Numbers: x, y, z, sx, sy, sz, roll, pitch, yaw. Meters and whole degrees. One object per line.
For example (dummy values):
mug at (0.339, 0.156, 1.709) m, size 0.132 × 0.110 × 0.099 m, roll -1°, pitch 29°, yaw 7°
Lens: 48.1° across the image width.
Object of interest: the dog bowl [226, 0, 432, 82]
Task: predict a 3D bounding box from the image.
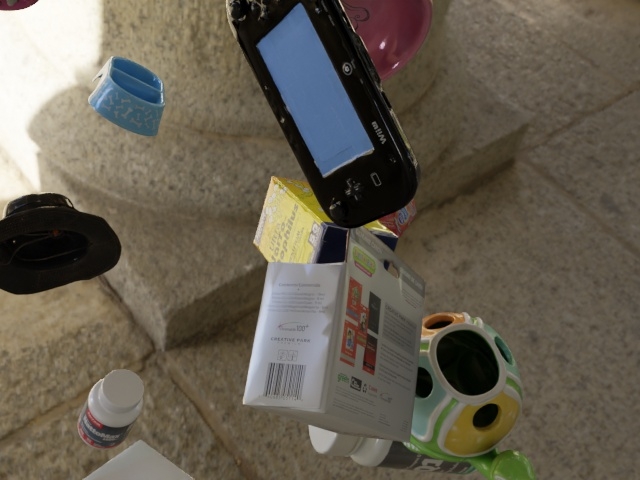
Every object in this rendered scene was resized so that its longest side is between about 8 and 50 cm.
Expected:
dog bowl at (0.033, -0.436, 1.382) m, size 0.407 × 0.408 × 0.150 m, roll -7°, pitch 61°, yaw -21°

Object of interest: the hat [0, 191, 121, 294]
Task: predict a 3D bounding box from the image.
hat at (-0.594, -0.017, 1.533) m, size 0.331 × 0.331 × 0.134 m, roll -9°, pitch 61°, yaw -22°

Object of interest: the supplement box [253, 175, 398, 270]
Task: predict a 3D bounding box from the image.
supplement box at (0.000, 0.000, 1.736) m, size 0.195 × 0.194 × 0.356 m, roll 9°, pitch 18°, yaw -27°

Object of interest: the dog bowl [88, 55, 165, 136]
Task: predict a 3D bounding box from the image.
dog bowl at (-0.436, -0.340, 1.654) m, size 0.165 × 0.074 × 0.297 m, roll 25°, pitch 22°, yaw -24°

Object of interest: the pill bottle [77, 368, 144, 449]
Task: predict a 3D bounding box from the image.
pill bottle at (-0.416, 0.335, 1.436) m, size 0.107 × 0.180 × 0.108 m, roll 17°, pitch 46°, yaw -18°

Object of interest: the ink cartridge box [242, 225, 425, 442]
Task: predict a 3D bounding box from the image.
ink cartridge box at (0.040, 0.143, 1.080) m, size 0.130 × 0.309 × 0.272 m, roll -1°, pitch 68°, yaw 28°

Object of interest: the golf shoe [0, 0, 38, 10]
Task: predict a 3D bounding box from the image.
golf shoe at (-0.266, -0.322, 0.501) m, size 0.115 × 0.306 × 0.140 m, roll 4°, pitch 51°, yaw 5°

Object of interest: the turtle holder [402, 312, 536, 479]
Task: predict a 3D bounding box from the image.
turtle holder at (0.237, 0.277, 1.254) m, size 0.243 × 0.227 × 0.320 m, roll 4°, pitch 63°, yaw -1°

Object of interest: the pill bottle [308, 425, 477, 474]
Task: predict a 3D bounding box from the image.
pill bottle at (0.171, 0.382, 1.530) m, size 0.360 × 0.204 × 0.204 m, roll 12°, pitch 47°, yaw -21°

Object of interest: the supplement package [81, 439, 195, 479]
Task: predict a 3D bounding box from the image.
supplement package at (-0.287, 0.463, 1.132) m, size 0.203 × 0.149 × 0.194 m, roll 31°, pitch 18°, yaw 14°

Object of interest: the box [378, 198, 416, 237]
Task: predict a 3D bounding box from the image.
box at (0.122, -0.107, 1.991) m, size 0.256 × 0.128 × 0.123 m, roll 13°, pitch 47°, yaw 32°

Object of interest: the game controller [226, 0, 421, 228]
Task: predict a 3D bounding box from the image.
game controller at (0.000, -0.169, 0.815) m, size 0.067 × 0.166 × 0.319 m, roll -29°, pitch 93°, yaw -29°
